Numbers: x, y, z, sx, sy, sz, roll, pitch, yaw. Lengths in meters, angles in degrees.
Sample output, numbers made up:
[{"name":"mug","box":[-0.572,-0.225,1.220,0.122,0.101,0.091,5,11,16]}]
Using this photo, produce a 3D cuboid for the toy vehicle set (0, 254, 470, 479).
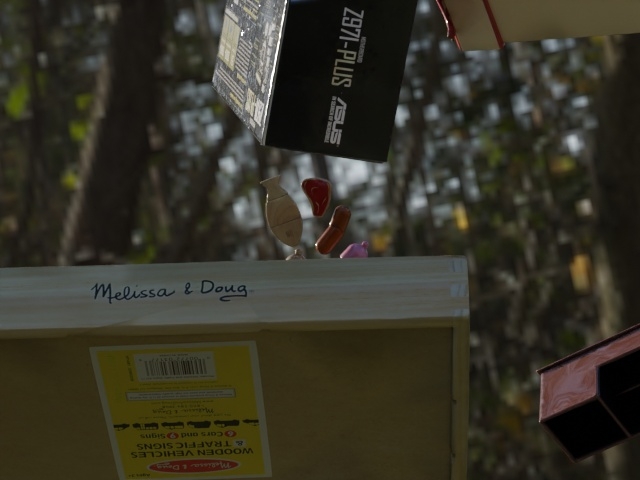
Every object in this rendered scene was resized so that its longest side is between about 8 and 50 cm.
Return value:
[{"name":"toy vehicle set","box":[-0.063,0.075,0.908,0.266,0.035,0.166,-2,-39,1]}]

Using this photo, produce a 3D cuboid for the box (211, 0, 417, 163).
[{"name":"box","box":[-0.003,-0.140,1.147,0.077,0.147,0.180,8,13,-15]}]

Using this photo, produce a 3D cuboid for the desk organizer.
[{"name":"desk organizer","box":[0.204,0.088,1.215,0.130,0.047,0.050,-28,29,25]}]

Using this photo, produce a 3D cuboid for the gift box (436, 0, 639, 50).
[{"name":"gift box","box":[0.207,-0.338,1.871,0.258,0.276,0.255,-1,-44,24]}]

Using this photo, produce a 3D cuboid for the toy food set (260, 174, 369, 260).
[{"name":"toy food set","box":[0.000,0.000,1.594,0.078,0.122,0.019,-12,4,6]}]
